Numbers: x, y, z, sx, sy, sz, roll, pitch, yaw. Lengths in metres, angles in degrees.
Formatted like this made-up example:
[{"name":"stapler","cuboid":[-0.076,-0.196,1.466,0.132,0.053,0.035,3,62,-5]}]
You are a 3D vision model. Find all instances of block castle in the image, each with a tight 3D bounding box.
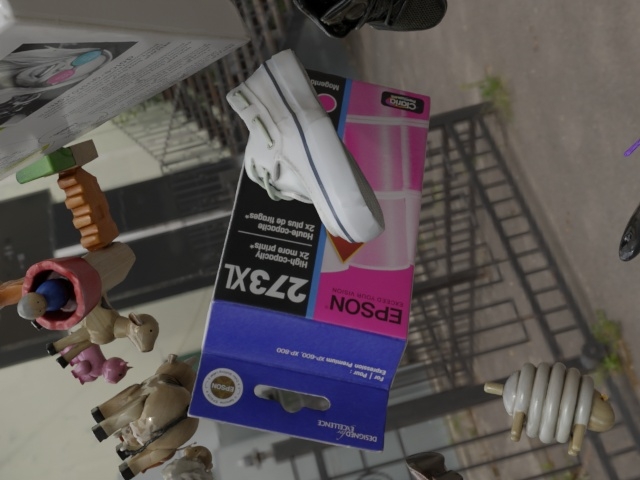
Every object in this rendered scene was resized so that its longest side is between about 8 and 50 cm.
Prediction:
[{"name":"block castle","cuboid":[-0.450,-0.096,1.054,0.213,0.303,0.453,-43,-62,-67]}]

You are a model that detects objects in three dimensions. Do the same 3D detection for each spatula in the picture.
[{"name":"spatula","cuboid":[0.330,-0.069,0.872,0.084,0.030,0.296,-52,4,43]}]

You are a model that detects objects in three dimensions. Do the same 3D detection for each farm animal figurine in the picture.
[{"name":"farm animal figurine","cuboid":[-0.256,0.214,1.289,0.330,0.172,0.327,63,167,-28]}]

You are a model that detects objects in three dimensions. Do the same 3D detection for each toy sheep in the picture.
[{"name":"toy sheep","cuboid":[0.232,0.166,0.893,0.091,0.132,0.091,13,-90,-78]}]

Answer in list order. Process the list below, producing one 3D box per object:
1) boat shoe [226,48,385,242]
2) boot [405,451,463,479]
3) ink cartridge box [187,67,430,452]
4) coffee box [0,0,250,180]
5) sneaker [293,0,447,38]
[{"name":"boat shoe","cuboid":[-0.018,-0.060,0.652,0.083,0.076,0.226,56,-173,-36]},{"name":"boot","cuboid":[0.115,0.266,0.828,0.106,0.037,0.114,-156,54,-77]},{"name":"ink cartridge box","cuboid":[0.000,0.000,0.827,0.069,0.176,0.370,110,171,-60]},{"name":"coffee box","cuboid":[-0.322,-0.237,0.691,0.337,0.338,0.334,65,-157,-1]},{"name":"sneaker","cuboid":[0.059,-0.281,1.045,0.087,0.228,0.130,-57,33,34]}]
